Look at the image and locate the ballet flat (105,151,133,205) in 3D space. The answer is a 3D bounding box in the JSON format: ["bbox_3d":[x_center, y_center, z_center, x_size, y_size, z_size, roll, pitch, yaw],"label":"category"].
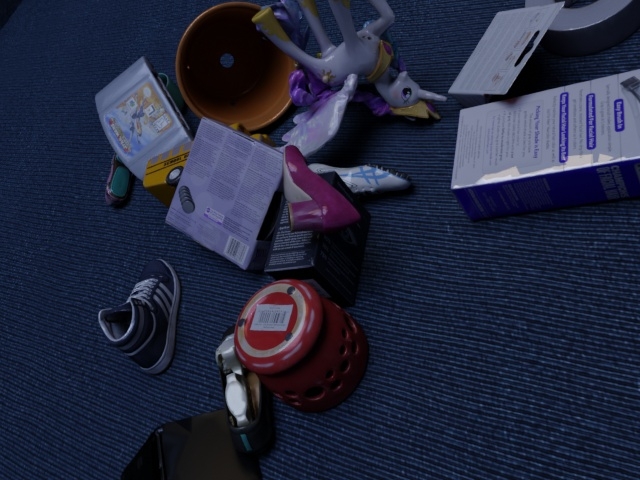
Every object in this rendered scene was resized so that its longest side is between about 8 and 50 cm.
[{"bbox_3d":[-0.530,-0.186,1.872,0.079,0.077,0.221,-27,44,43],"label":"ballet flat"}]

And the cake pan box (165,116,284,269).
[{"bbox_3d":[-0.180,-0.098,1.457,0.267,0.070,0.246,27,104,31],"label":"cake pan box"}]

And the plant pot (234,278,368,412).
[{"bbox_3d":[-0.040,0.174,1.189,0.191,0.174,0.191,-18,52,25],"label":"plant pot"}]

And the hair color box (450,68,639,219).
[{"bbox_3d":[0.399,-0.155,1.167,0.338,0.110,0.185,-9,53,32],"label":"hair color box"}]

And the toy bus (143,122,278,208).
[{"bbox_3d":[-0.249,-0.171,1.632,0.332,0.108,0.130,-17,49,25],"label":"toy bus"}]

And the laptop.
[{"bbox_3d":[-0.230,0.450,1.233,0.264,0.136,0.234,-52,38,29],"label":"laptop"}]

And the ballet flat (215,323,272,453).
[{"bbox_3d":[-0.138,0.241,1.257,0.095,0.096,0.280,-21,47,2],"label":"ballet flat"}]

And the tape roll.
[{"bbox_3d":[0.506,-0.455,1.335,0.219,0.072,0.219,-18,51,23],"label":"tape roll"}]

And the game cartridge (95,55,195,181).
[{"bbox_3d":[-0.457,-0.302,1.811,0.198,0.062,0.297,-34,76,9],"label":"game cartridge"}]

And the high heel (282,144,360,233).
[{"bbox_3d":[-0.005,-0.098,1.233,0.117,0.082,0.244,-4,33,-5],"label":"high heel"}]

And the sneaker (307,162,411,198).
[{"bbox_3d":[0.070,-0.108,1.392,0.237,0.085,0.086,4,87,33],"label":"sneaker"}]

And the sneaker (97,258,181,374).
[{"bbox_3d":[-0.376,0.126,1.470,0.099,0.153,0.282,-25,48,17],"label":"sneaker"}]

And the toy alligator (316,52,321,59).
[{"bbox_3d":[0.049,-0.413,1.642,0.189,0.056,0.051,9,24,39],"label":"toy alligator"}]

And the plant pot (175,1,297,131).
[{"bbox_3d":[-0.209,-0.422,1.681,0.291,0.291,0.203,-42,27,2],"label":"plant pot"}]

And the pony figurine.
[{"bbox_3d":[0.034,-0.341,1.412,0.351,0.363,0.303,-14,38,38],"label":"pony figurine"}]

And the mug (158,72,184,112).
[{"bbox_3d":[-0.445,-0.375,1.924,0.157,0.097,0.129,5,62,38],"label":"mug"}]

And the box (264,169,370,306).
[{"bbox_3d":[0.000,0.000,1.301,0.108,0.153,0.207,-8,54,31],"label":"box"}]

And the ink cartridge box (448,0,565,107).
[{"bbox_3d":[0.344,-0.331,1.282,0.189,0.066,0.232,-58,23,3],"label":"ink cartridge box"}]
